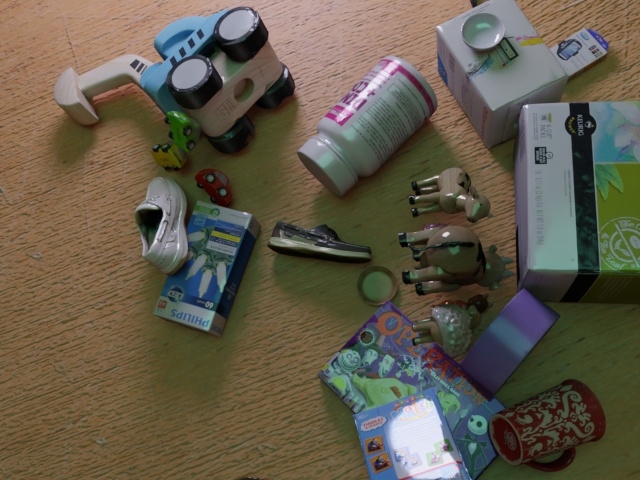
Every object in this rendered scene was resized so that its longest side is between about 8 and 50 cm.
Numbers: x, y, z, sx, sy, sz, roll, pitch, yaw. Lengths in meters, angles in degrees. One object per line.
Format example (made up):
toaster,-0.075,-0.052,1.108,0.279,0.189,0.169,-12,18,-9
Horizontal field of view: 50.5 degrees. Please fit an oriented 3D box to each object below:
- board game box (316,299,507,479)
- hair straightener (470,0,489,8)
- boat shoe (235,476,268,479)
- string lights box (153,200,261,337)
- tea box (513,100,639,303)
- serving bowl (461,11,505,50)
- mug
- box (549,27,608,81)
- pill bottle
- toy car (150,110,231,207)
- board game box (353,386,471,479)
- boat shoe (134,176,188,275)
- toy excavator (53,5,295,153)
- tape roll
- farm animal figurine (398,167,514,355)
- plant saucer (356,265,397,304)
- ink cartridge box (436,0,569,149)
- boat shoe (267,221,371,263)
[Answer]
board game box,0.185,0.303,1.292,0.347,0.056,0.208,42,79,20
hair straightener,0.323,-0.630,1.580,0.089,0.047,0.230,-19,69,3
boat shoe,-0.156,0.488,1.297,0.153,0.048,0.056,-9,58,0
string lights box,-0.236,0.060,1.433,0.133,0.077,0.259,14,75,15
tea box,0.533,-0.065,1.258,0.324,0.220,0.329,0,72,10
serving bowl,0.318,-0.405,1.331,0.083,0.027,0.083,-3,71,9
mug,0.394,0.337,1.177,0.169,0.113,0.150,-13,82,-21
box,0.552,-0.401,1.472,0.136,0.028,0.081,-30,69,-3
pill bottle,0.096,-0.236,1.428,0.160,0.160,0.283,42,83,20
toy car,-0.280,-0.198,1.462,0.239,0.225,0.053,33,61,19
board game box,0.155,0.365,1.175,0.160,0.039,0.211,-20,36,3
boat shoe,-0.345,-0.052,1.437,0.098,0.096,0.277,-43,42,20
toy excavator,-0.348,-0.373,1.557,0.433,0.222,0.445,-47,56,-7
tape roll,0.341,0.183,1.226,0.080,0.189,0.189,40,83,19
farm animal figurine,0.255,0.021,1.235,0.172,0.327,0.330,-10,87,20
plant saucer,0.117,0.093,1.391,0.083,0.015,0.083,-3,71,10
ink cartridge box,0.369,-0.348,1.410,0.168,0.171,0.232,-26,69,1
boat shoe,0.000,0.000,1.410,0.224,0.080,0.073,7,78,17
